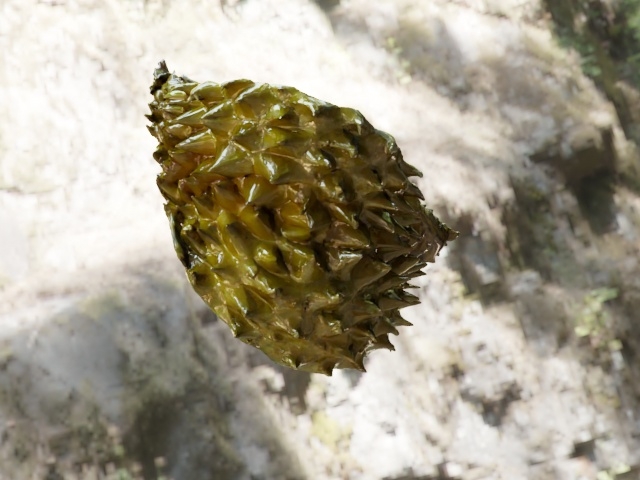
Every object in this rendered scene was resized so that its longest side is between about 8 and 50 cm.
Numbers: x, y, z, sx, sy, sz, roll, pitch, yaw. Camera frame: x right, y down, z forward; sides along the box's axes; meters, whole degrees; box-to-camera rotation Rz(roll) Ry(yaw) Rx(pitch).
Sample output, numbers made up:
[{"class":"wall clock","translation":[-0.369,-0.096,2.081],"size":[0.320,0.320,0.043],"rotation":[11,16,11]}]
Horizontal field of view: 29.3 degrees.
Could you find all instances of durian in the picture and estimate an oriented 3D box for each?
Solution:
[{"class":"durian","translation":[-0.011,0.003,0.965],"size":[0.305,0.195,0.186],"rotation":[35,-22,-31]}]
